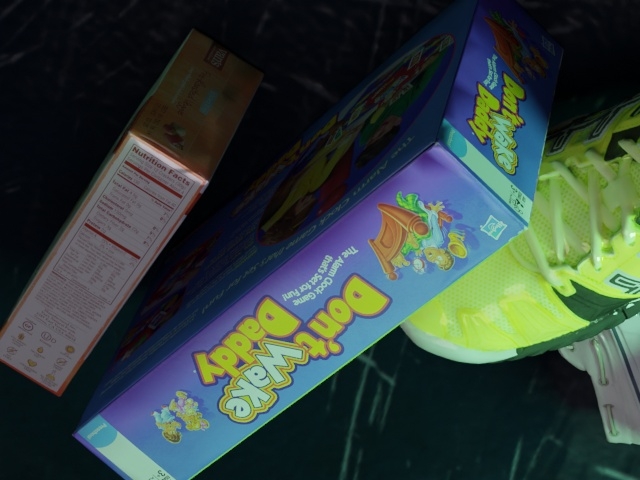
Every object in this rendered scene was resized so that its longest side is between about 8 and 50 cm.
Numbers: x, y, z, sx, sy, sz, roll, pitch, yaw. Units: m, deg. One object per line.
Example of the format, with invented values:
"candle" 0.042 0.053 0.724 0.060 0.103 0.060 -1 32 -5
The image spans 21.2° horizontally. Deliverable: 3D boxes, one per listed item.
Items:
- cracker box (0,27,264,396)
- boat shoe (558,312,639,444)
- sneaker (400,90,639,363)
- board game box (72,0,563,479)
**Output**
"cracker box" -0.138 -0.020 1.213 0.067 0.156 0.232 33 124 -8
"boat shoe" 0.205 0.068 1.229 0.075 0.083 0.226 -14 119 20
"sneaker" 0.208 -0.044 1.075 0.384 0.147 0.145 -28 72 13
"board game box" 0.000 0.000 1.144 0.078 0.233 0.347 42 123 -14
